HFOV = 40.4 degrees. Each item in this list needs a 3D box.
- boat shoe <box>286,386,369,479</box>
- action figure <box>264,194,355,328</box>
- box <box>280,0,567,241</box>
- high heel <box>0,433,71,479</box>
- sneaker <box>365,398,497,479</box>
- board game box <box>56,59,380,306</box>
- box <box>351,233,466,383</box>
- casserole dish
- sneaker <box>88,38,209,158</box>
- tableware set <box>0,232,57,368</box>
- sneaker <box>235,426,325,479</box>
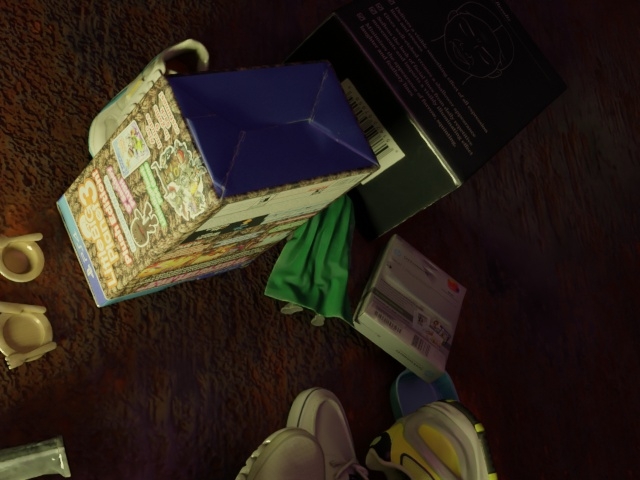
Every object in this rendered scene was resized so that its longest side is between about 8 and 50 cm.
[{"bbox_3d":[0.020,0.303,1.051,0.096,0.088,0.267,16,59,-31],"label":"boat shoe"},{"bbox_3d":[0.000,0.000,1.211,0.137,0.063,0.232,26,58,-24],"label":"action figure"},{"bbox_3d":[0.154,-0.238,1.355,0.293,0.212,0.395,54,47,-2],"label":"box"},{"bbox_3d":[-0.312,0.325,0.809,0.186,0.093,0.261,-10,87,-16],"label":"high heel"},{"bbox_3d":[0.155,0.400,1.082,0.147,0.145,0.384,-12,81,-25],"label":"sneaker"},{"bbox_3d":[-0.123,-0.062,0.989,0.232,0.291,0.141,-16,77,-43],"label":"board game box"},{"bbox_3d":[0.132,0.094,1.256,0.145,0.038,0.186,37,41,-10],"label":"box"},{"bbox_3d":[0.153,0.261,1.214,0.114,0.037,0.188,-4,71,-40],"label":"casserole dish"},{"bbox_3d":[-0.217,-0.174,1.111,0.087,0.092,0.228,37,51,-19],"label":"sneaker"},{"bbox_3d":[-0.358,0.057,0.928,0.141,0.020,0.168,-1,68,-39],"label":"tableware set"},{"bbox_3d":[-0.044,0.313,0.857,0.110,0.118,0.292,34,49,-17],"label":"sneaker"}]
